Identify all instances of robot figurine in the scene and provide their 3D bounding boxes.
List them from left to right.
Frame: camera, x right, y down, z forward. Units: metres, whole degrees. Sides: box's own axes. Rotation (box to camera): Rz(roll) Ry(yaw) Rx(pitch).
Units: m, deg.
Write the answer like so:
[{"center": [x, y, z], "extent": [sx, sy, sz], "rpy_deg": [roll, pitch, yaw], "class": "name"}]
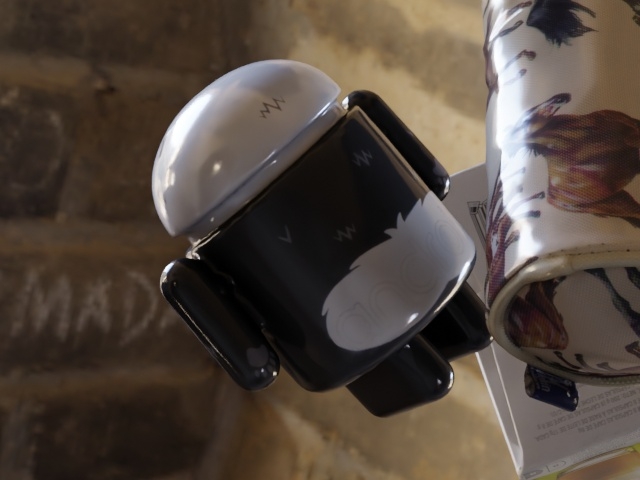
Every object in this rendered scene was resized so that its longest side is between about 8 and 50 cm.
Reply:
[{"center": [0.000, 0.000, 1.095], "extent": [0.278, 0.173, 0.209], "rpy_deg": [49, 19, -6], "class": "robot figurine"}]

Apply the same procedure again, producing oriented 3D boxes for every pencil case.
[{"center": [0.193, -0.090, 1.018], "extent": [0.159, 0.410, 0.183], "rpy_deg": [-17, -43, 24], "class": "pencil case"}]

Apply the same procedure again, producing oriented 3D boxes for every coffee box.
[{"center": [0.340, 0.083, 1.669], "extent": [0.337, 0.338, 0.334], "rpy_deg": [-21, -24, 6], "class": "coffee box"}]
